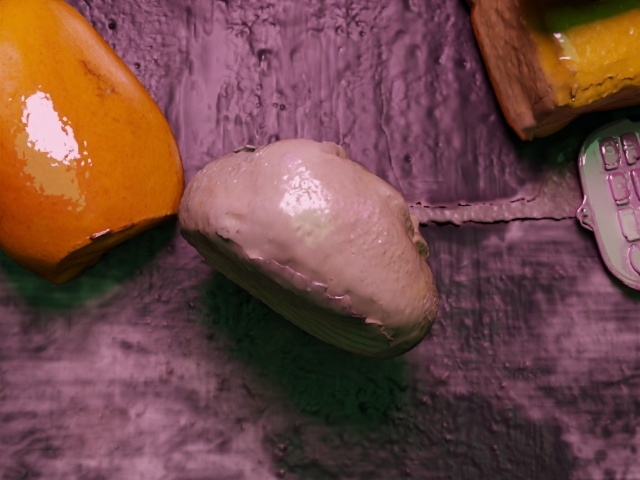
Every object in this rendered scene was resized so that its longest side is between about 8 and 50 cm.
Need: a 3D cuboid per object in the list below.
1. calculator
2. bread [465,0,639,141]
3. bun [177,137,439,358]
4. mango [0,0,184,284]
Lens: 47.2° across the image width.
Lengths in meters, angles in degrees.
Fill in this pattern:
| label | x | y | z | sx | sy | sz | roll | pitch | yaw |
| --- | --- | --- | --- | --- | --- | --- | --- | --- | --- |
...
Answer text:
| label | x | y | z | sx | sy | sz | roll | pitch | yaw |
| --- | --- | --- | --- | --- | --- | --- | --- | --- | --- |
| calculator | 0.403 | -0.053 | 0.760 | 0.294 | 0.043 | 0.194 | -12 | 84 | -4 |
| bread | 0.301 | -0.294 | 0.731 | 0.333 | 0.143 | 0.324 | -15 | 82 | -7 |
| bun | 0.000 | 0.000 | 0.621 | 0.239 | 0.239 | 0.141 | 35 | 79 | 0 |
| mango | -0.240 | -0.106 | 0.655 | 0.187 | 0.138 | 0.257 | -31 | 92 | -21 |
